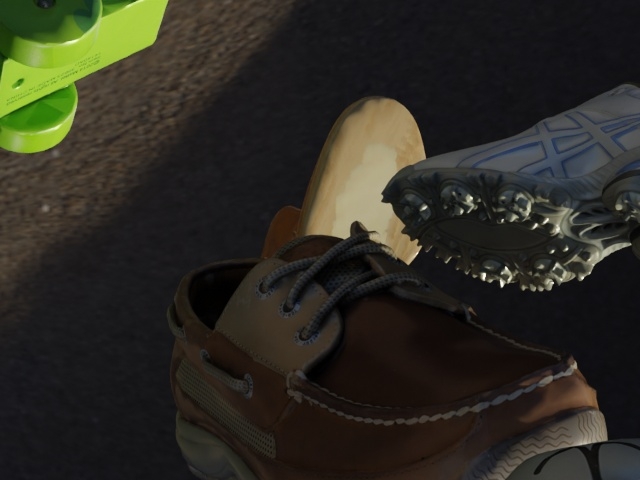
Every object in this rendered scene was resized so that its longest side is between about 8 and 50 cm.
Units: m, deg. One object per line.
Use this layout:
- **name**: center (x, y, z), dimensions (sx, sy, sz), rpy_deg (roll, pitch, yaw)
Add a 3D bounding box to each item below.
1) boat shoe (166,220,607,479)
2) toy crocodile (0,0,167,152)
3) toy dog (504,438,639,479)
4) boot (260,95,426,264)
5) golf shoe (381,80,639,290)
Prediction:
- **boat shoe**: center (0.003, 0.055, 0.669), dimensions (0.123, 0.324, 0.116), rpy_deg (-17, 96, -28)
- **toy crocodile**: center (-0.229, -0.092, 0.852), dimensions (0.340, 0.115, 0.105), rpy_deg (-33, 75, -27)
- **toy dog**: center (0.096, 0.205, 0.345), dimensions (0.220, 0.161, 0.334), rpy_deg (-31, 65, -7)
- **boot**: center (0.001, 0.001, 1.206), dimensions (0.104, 0.211, 0.295), rpy_deg (-3, 112, -18)
- **golf shoe**: center (0.113, -0.028, 0.631), dimensions (0.069, 0.176, 0.086), rpy_deg (60, 45, -36)
